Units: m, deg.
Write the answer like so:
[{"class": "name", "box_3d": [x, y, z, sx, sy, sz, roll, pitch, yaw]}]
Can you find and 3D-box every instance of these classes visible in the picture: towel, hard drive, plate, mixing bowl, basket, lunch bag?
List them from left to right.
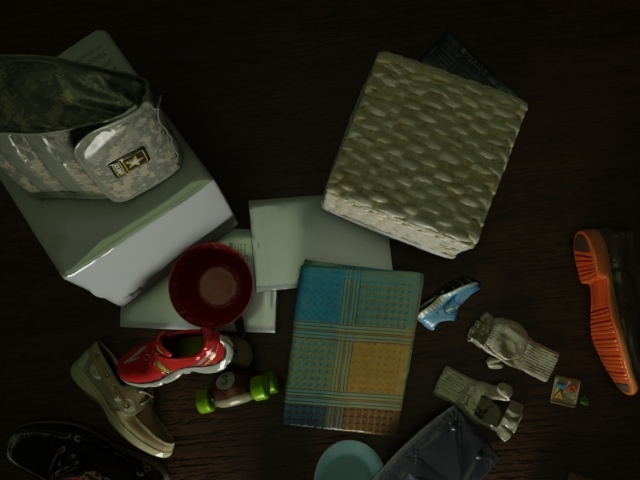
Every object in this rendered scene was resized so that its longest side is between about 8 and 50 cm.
[{"class": "lunch bag", "box_3d": [-0.384, -0.175, 1.117, 0.286, 0.235, 0.169, 2, 70, 3]}, {"class": "hard drive", "box_3d": [-0.272, 0.087, 1.546, 0.352, 0.047, 0.233, 2, 85, 3]}, {"class": "mixing bowl", "box_3d": [-0.228, 0.099, 1.470, 0.181, 0.098, 0.182, 0, 84, 3]}, {"class": "hard drive", "box_3d": [0.000, 0.000, 1.516, 0.307, 0.040, 0.203, -5, 85, -8]}, {"class": "plate", "box_3d": [0.064, 0.529, 1.467, 0.188, 0.024, 0.188, 11, 65, -25]}, {"class": "towel", "box_3d": [0.067, 0.235, 1.483, 0.271, 0.040, 0.371, 7, 95, -4]}, {"class": "basket", "box_3d": [0.196, -0.170, 1.381, 0.331, 0.266, 0.329, 21, 87, 3]}, {"class": "hard drive", "box_3d": [0.243, 0.495, 1.472, 0.254, 0.054, 0.172, -42, 91, -5]}]

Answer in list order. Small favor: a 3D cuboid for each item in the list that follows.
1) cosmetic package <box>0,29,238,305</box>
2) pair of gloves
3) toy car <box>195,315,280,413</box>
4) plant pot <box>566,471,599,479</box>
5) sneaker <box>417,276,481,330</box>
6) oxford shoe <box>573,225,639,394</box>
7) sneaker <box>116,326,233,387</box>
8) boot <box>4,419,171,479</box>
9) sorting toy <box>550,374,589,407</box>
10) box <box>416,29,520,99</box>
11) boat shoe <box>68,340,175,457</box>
[{"class": "cosmetic package", "box_3d": [-0.429, -0.131, 1.399, 0.327, 0.329, 0.394, -36, 78, -7]}, {"class": "pair of gloves", "box_3d": [0.390, 0.294, 1.499, 0.204, 0.042, 0.240, 35, 87, 5]}, {"class": "toy car", "box_3d": [-0.194, 0.261, 1.477, 0.154, 0.149, 0.189, -15, 84, 11]}, {"class": "plant pot", "box_3d": [0.581, 0.571, 1.438, 0.108, 0.096, 0.109, 17, 87, 4]}, {"class": "sneaker", "box_3d": [0.290, 0.142, 1.517, 0.162, 0.063, 0.073, -34, 102, 4]}, {"class": "oxford shoe", "box_3d": [0.657, 0.145, 1.459, 0.132, 0.130, 0.364, -9, 85, -4]}, {"class": "sneaker", "box_3d": [-0.323, 0.231, 1.431, 0.278, 0.118, 0.107, -17, 55, 18]}, {"class": "boot", "box_3d": [-0.520, 0.490, 1.403, 0.377, 0.284, 0.138, 20, 86, 3]}, {"class": "sorting toy", "box_3d": [0.556, 0.337, 1.501, 0.083, 0.012, 0.062, 12, 86, 4]}, {"class": "box", "box_3d": [0.306, -0.332, 1.547, 0.232, 0.059, 0.183, 45, 88, 5]}, {"class": "boat shoe", "box_3d": [-0.423, 0.352, 1.504, 0.302, 0.109, 0.098, 43, 89, 11]}]
